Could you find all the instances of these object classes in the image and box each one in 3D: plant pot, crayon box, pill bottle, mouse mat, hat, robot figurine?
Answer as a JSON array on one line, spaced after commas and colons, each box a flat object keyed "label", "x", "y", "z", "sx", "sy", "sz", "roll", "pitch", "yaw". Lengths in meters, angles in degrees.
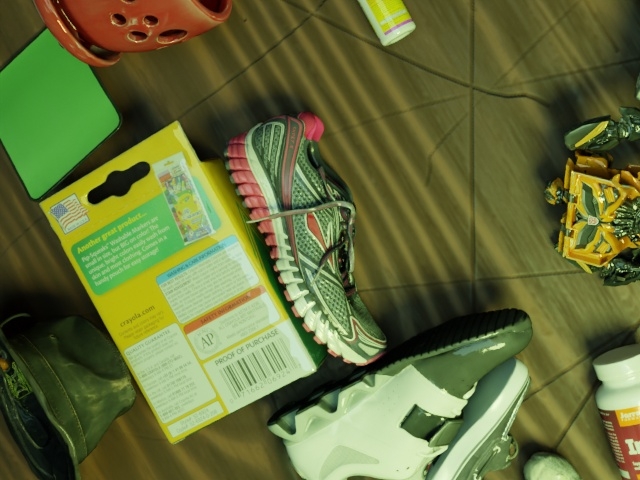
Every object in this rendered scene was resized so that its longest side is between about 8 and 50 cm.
[{"label": "plant pot", "x": -0.216, "y": -0.295, "z": 1.150, "sx": 0.174, "sy": 0.191, "sz": 0.191, "roll": -20, "pitch": 93, "yaw": 16}, {"label": "crayon box", "x": -0.158, "y": 0.047, "z": 1.234, "sx": 0.203, "sy": 0.083, "sz": 0.323, "roll": -28, "pitch": 91, "yaw": 14}, {"label": "pill bottle", "x": 0.351, "y": 0.195, "z": 1.145, "sx": 0.086, "sy": 0.086, "sz": 0.152, "roll": -20, "pitch": 93, "yaw": 13}, {"label": "mouse mat", "x": -0.323, "y": -0.157, "z": 1.244, "sx": 0.152, "sy": 0.007, "sz": 0.190, "roll": -39, "pitch": 65, "yaw": 13}, {"label": "hat", "x": -0.294, "y": 0.177, "z": 1.223, "sx": 0.134, "sy": 0.331, "sz": 0.331, "roll": -22, "pitch": 93, "yaw": -25}, {"label": "robot figurine", "x": 0.372, "y": -0.025, "z": 1.079, "sx": 0.291, "sy": 0.085, "sz": 0.211, "roll": 10, "pitch": 122, "yaw": 21}, {"label": "pill bottle", "x": 0.068, "y": -0.262, "z": 1.168, "sx": 0.043, "sy": 0.043, "sz": 0.083, "roll": -29, "pitch": 91, "yaw": 14}]

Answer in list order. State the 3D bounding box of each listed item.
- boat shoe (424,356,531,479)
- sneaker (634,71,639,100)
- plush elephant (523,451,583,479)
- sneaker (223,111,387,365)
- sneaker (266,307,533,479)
[{"label": "boat shoe", "x": 0.182, "y": 0.239, "z": 1.195, "sx": 0.076, "sy": 0.080, "sz": 0.228, "roll": 30, "pitch": 99, "yaw": -11}, {"label": "sneaker", "x": 0.470, "y": -0.260, "z": 1.040, "sx": 0.150, "sy": 0.135, "sz": 0.366, "roll": 39, "pitch": 103, "yaw": 9}, {"label": "plush elephant", "x": 0.271, "y": 0.429, "z": 1.103, "sx": 0.272, "sy": 0.255, "sz": 0.330, "roll": 32, "pitch": 102, "yaw": 6}, {"label": "sneaker", "x": 0.000, "y": 0.000, "z": 1.177, "sx": 0.112, "sy": 0.121, "sz": 0.299, "roll": -26, "pitch": 91, "yaw": 12}, {"label": "sneaker", "x": 0.111, "y": 0.191, "z": 1.183, "sx": 0.330, "sy": 0.122, "sz": 0.146, "roll": -31, "pitch": 90, "yaw": 23}]
